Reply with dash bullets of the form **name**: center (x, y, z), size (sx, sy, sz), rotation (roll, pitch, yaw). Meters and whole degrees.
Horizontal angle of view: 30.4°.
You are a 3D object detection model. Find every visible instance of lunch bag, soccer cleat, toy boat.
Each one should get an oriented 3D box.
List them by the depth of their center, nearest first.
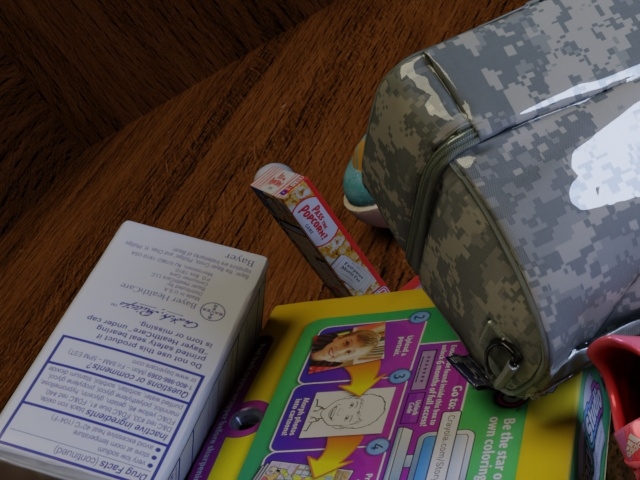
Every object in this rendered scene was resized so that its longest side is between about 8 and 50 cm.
- **soccer cleat**: center (0.236, 0.161, 0.753), size (0.083, 0.095, 0.248), rotation (-56, 24, 36)
- **lunch bag**: center (0.209, -0.038, 0.928), size (0.305, 0.256, 0.212), rotation (-21, -28, -18)
- **toy boat**: center (0.057, -0.099, 1.689), size (0.318, 0.148, 0.267), rotation (-27, 21, 27)

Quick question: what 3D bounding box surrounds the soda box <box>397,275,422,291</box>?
- **soda box**: center (0.113, 0.095, 1.230), size (0.263, 0.083, 0.092), rotation (-40, 19, -6)

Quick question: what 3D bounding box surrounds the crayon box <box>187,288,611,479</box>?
- **crayon box**: center (0.067, 0.178, 0.959), size (0.313, 0.106, 0.363), rotation (-7, 30, 22)

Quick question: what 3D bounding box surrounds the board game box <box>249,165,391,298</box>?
- **board game box**: center (0.000, 0.000, 1.484), size (0.045, 0.193, 0.147), rotation (-39, 19, -9)

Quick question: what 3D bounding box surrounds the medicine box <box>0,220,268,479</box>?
- **medicine box**: center (-0.164, 0.179, 1.068), size (0.149, 0.263, 0.289), rotation (15, 43, 9)
